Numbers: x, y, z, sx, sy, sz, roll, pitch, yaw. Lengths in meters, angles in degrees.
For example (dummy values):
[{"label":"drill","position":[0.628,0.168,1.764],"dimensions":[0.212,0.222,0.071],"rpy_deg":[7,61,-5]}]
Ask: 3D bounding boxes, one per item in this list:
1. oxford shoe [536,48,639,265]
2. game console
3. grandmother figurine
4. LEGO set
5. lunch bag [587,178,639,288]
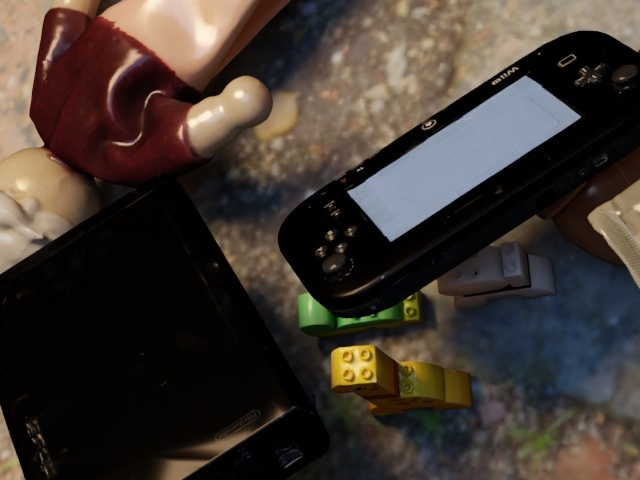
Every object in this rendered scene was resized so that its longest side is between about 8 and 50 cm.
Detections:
[{"label":"oxford shoe","position":[0.200,-0.077,0.816],"dimensions":[0.076,0.076,0.212],"rpy_deg":[41,90,-4]},{"label":"game console","position":[0.000,0.000,0.769],"dimensions":[0.361,0.044,0.213],"rpy_deg":[-33,40,-3]},{"label":"grandmother figurine","position":[-0.097,-0.105,0.905],"dimensions":[0.342,0.104,0.208],"rpy_deg":[-52,39,2]},{"label":"LEGO set","position":[0.008,0.055,0.819],"dimensions":[0.227,0.093,0.087],"rpy_deg":[-9,72,16]},{"label":"lunch bag","position":[0.298,0.046,0.678],"dimensions":[0.235,0.169,0.287],"rpy_deg":[-37,68,16]}]
